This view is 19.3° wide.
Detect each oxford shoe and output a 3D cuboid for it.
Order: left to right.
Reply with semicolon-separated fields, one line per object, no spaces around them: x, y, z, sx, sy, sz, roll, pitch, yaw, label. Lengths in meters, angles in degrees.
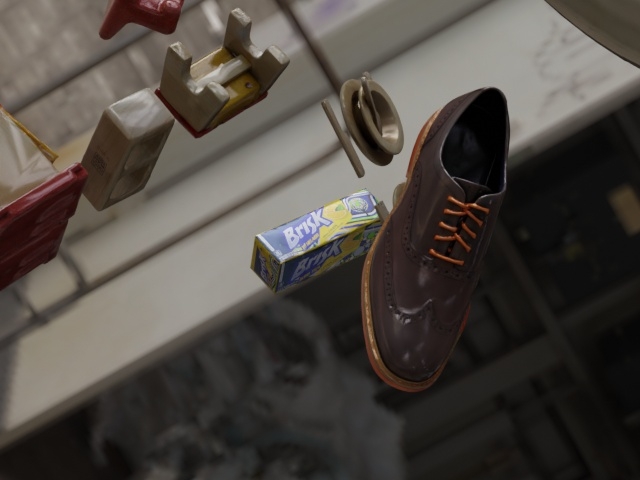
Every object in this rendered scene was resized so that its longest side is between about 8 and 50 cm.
0.100;-0.007;1.586;0.098;0.097;0.271;130;-25;-68;oxford shoe

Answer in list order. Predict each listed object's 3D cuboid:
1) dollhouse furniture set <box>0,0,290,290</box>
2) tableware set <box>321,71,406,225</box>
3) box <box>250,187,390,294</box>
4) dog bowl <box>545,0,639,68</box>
-0.240;-0.120;1.751;0.201;0.374;0.152;47;-38;12;dollhouse furniture set
0.079;-0.067;1.760;0.194;0.039;0.128;63;26;-7;tableware set
0.000;0.000;2.251;0.054;0.169;0.059;46;-35;30;box
0.164;-0.271;0.775;0.408;0.150;0.408;48;-23;29;dog bowl
